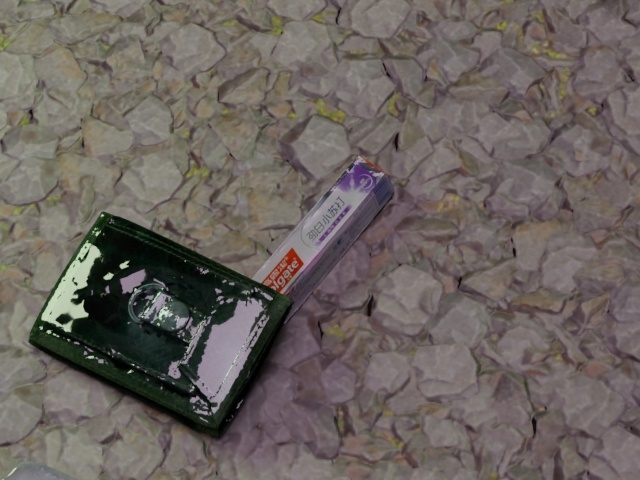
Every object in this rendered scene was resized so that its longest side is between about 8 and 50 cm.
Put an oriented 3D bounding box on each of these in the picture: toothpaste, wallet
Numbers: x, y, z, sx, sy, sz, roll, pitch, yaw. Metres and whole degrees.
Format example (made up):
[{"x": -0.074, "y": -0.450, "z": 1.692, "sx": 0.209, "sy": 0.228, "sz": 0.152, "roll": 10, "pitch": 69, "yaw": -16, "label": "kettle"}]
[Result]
[{"x": 0.000, "y": 0.000, "z": 1.830, "sx": 0.047, "sy": 0.040, "sz": 0.196, "roll": 31, "pitch": 67, "yaw": 24, "label": "toothpaste"}, {"x": -0.163, "y": 0.079, "z": 1.778, "sx": 0.236, "sy": 0.055, "sz": 0.160, "roll": 25, "pitch": 76, "yaw": 20, "label": "wallet"}]

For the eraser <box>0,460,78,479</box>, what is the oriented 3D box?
[{"x": -0.183, "y": 0.315, "z": 1.512, "sx": 0.104, "sy": 0.290, "sz": 0.189, "roll": -39, "pitch": 65, "yaw": -17, "label": "eraser"}]
